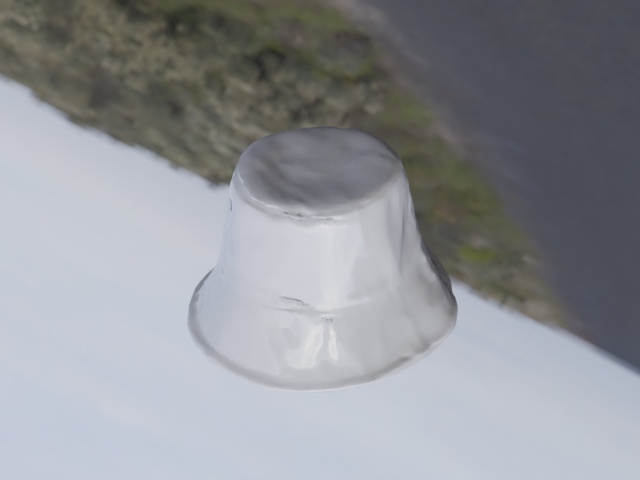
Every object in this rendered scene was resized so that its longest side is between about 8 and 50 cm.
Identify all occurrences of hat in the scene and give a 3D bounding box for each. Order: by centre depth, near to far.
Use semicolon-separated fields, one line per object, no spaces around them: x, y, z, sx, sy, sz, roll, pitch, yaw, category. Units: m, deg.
0.000;0.000;1.227;0.203;0.126;0.203;-1;-143;1;hat
